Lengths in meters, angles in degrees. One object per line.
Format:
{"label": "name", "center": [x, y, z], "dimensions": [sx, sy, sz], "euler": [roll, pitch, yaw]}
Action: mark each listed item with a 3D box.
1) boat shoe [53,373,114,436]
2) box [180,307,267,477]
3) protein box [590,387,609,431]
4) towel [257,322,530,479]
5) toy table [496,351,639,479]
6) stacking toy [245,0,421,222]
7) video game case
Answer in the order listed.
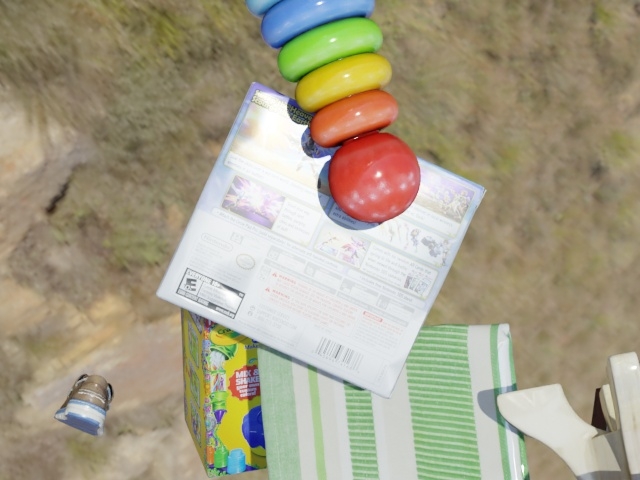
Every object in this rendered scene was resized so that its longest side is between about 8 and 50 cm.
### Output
{"label": "boat shoe", "center": [-0.297, 0.210, 1.425], "dimensions": [0.183, 0.066, 0.066], "euler": [-31, -144, 67]}
{"label": "box", "center": [-0.054, 0.180, 1.692], "dimensions": [0.290, 0.177, 0.279], "euler": [-7, 114, -17]}
{"label": "protein box", "center": [0.428, 0.307, 1.371], "dimensions": [0.136, 0.199, 0.201], "euler": [-14, -160, 24]}
{"label": "towel", "center": [0.080, 0.228, 1.302], "dimensions": [0.325, 0.247, 0.038], "euler": [-10, 171, 26]}
{"label": "toy table", "center": [0.321, 0.216, 1.140], "dimensions": [0.252, 0.160, 0.274], "euler": [-8, 161, -3]}
{"label": "stacking toy", "center": [0.014, -0.176, 1.060], "dimensions": [0.141, 0.330, 0.141], "euler": [-20, 177, -1]}
{"label": "video game case", "center": [0.000, 0.000, 1.165], "dimensions": [0.061, 0.270, 0.244], "euler": [-138, -107, -86]}
